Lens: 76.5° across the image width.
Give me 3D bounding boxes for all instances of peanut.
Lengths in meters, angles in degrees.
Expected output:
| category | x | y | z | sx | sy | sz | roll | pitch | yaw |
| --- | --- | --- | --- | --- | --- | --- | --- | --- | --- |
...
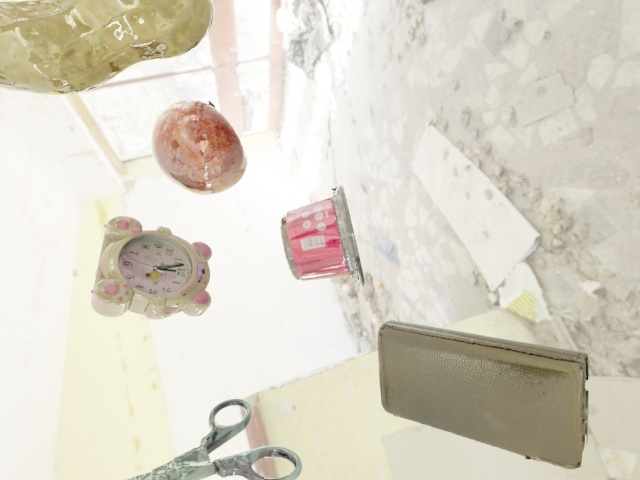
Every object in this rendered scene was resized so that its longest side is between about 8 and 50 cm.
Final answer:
| category | x | y | z | sx | sy | sz | roll | pitch | yaw |
| --- | --- | --- | --- | --- | --- | --- | --- | --- | --- |
| peanut | -0.258 | -0.250 | 0.469 | 0.111 | 0.274 | 0.125 | 53 | 164 | 26 |

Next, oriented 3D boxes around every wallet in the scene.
| category | x | y | z | sx | sy | sz | roll | pitch | yaw |
| --- | --- | --- | --- | --- | --- | --- | --- | --- | --- |
| wallet | 0.151 | 0.146 | 0.409 | 0.198 | 0.031 | 0.110 | 1 | 98 | 38 |

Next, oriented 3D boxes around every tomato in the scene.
| category | x | y | z | sx | sy | sz | roll | pitch | yaw |
| --- | --- | --- | --- | --- | --- | --- | --- | --- | --- |
| tomato | -0.337 | -0.248 | 1.116 | 0.270 | 0.227 | 0.270 | 49 | 173 | 8 |

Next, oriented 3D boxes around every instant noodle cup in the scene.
| category | x | y | z | sx | sy | sz | roll | pitch | yaw |
| --- | --- | --- | --- | --- | --- | --- | --- | --- | --- |
| instant noodle cup | 0.000 | 0.000 | 1.054 | 0.303 | 0.181 | 0.259 | -97 | -7 | -53 |

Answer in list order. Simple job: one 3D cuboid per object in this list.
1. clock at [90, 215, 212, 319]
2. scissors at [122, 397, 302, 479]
| category | x | y | z | sx | sy | sz | roll | pitch | yaw |
| --- | --- | --- | --- | --- | --- | --- | --- | --- | --- |
| clock | -0.464 | 0.087 | 1.153 | 0.114 | 0.309 | 0.284 | -47 | 41 | 42 |
| scissors | -0.240 | 0.408 | 0.715 | 0.256 | 0.383 | 0.029 | 22 | 110 | 44 |
